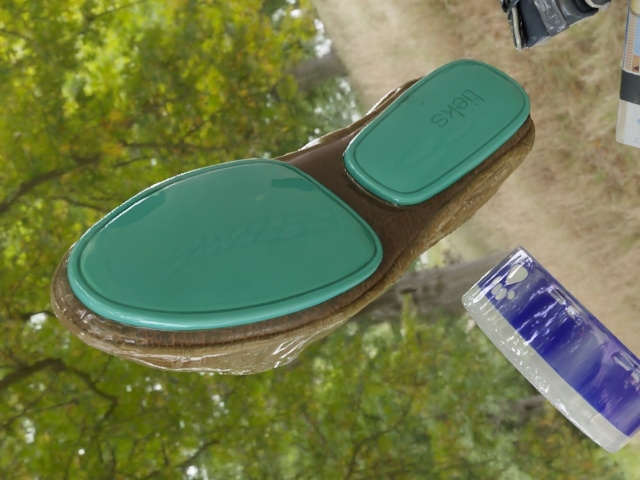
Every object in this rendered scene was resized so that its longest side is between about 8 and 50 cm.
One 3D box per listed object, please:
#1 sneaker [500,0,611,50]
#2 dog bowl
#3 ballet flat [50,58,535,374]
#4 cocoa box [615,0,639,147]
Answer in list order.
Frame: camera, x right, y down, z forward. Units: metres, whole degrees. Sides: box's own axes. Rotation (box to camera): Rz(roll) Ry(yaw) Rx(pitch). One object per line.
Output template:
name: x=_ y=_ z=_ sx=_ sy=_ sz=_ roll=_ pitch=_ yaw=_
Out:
sneaker: x=0.144 y=-0.239 z=0.677 sx=0.226 sy=0.086 sz=0.163 roll=12 pitch=-118 yaw=-51
dog bowl: x=0.305 y=0.131 z=1.121 sx=0.265 sy=0.104 sz=0.265 roll=43 pitch=-171 yaw=-8
ballet flat: x=0.000 y=0.000 z=0.519 sx=0.116 sy=0.342 sz=0.124 roll=39 pitch=138 yaw=19
cocoa box: x=0.525 y=-0.204 z=0.940 sx=0.231 sy=0.347 sz=0.228 roll=-39 pitch=-43 yaw=-32
